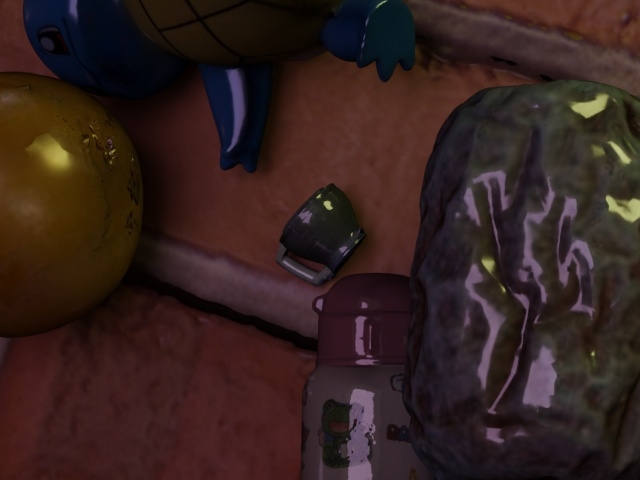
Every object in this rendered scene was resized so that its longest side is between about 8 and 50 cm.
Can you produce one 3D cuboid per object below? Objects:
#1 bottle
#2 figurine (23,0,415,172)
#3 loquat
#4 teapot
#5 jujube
[{"bbox_3d":[0.044,0.152,1.374,0.120,0.120,0.253,-1,84,25],"label":"bottle"},{"bbox_3d":[-0.067,-0.234,1.420,0.416,0.298,0.243,-30,38,16],"label":"figurine"},{"bbox_3d":[-0.260,-0.032,1.477,0.235,0.235,0.235,-3,82,24],"label":"loquat"},{"bbox_3d":[0.000,0.000,1.449,0.057,0.066,0.088,43,125,6],"label":"teapot"},{"bbox_3d":[0.170,0.038,1.276,0.226,0.226,0.317,2,79,25],"label":"jujube"}]
